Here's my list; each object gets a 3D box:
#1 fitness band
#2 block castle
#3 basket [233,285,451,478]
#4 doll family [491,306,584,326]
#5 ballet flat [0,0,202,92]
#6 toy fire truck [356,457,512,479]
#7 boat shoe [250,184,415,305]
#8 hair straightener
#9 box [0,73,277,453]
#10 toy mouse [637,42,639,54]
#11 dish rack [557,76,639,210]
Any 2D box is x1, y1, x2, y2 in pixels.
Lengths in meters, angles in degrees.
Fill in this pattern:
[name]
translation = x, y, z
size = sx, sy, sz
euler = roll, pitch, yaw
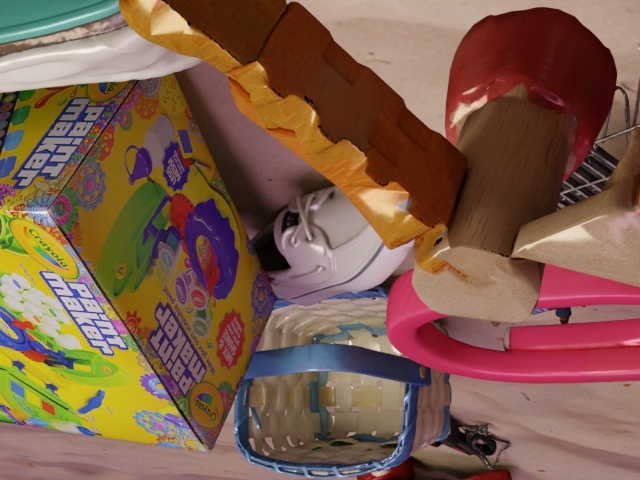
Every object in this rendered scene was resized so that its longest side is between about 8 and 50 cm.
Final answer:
[fitness band]
translation = 0.197, 0.063, 0.738
size = 0.291, 0.054, 0.209
euler = -8, 151, 30
[block castle]
translation = 0.135, -0.180, 0.278
size = 0.303, 0.212, 0.453
euler = 40, 138, -18
[basket]
translation = 0.000, 0.145, 0.938
size = 0.255, 0.201, 0.289
euler = -10, 159, 38
[doll family]
translation = 0.159, 0.019, 0.797
size = 0.193, 0.076, 0.111
euler = 27, 145, -36
[ballet flat]
translation = -0.247, -0.142, 0.613
size = 0.400, 0.139, 0.139
euler = 0, 150, 20
[toy fire truck]
translation = 0.204, 0.471, 1.557
size = 0.254, 0.169, 0.302
euler = -10, 151, 2
[boat shoe]
translation = 0.000, 0.000, 0.794
size = 0.084, 0.095, 0.258
euler = 19, 151, -21
[hair straightener]
translation = 0.213, 0.295, 1.317
size = 0.089, 0.047, 0.230
euler = -11, 145, 38
[box]
translation = -0.228, 0.014, 0.748
size = 0.279, 0.177, 0.290
euler = 3, 138, 23
[toy mouse]
translation = 0.205, -0.156, 0.484
size = 0.161, 0.031, 0.143
euler = 13, 152, 0
[dish rack]
translation = 0.288, -0.060, 0.595
size = 0.208, 0.074, 0.271
euler = 29, 150, -27
